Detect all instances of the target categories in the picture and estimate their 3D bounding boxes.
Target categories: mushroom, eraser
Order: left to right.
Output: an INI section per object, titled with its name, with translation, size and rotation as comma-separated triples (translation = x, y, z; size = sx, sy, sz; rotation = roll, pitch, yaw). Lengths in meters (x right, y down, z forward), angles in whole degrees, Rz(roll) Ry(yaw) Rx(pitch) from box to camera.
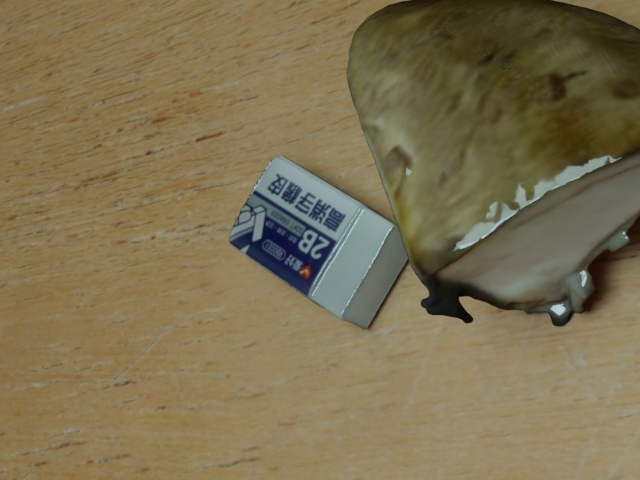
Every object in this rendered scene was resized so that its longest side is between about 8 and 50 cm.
[eraser]
translation = 0.000, 0.000, 1.697
size = 0.210, 0.068, 0.124
rotation = 32, 92, 42
[mushroom]
translation = 0.200, -0.149, 1.487
size = 0.314, 0.224, 0.397
rotation = -38, 51, 25
